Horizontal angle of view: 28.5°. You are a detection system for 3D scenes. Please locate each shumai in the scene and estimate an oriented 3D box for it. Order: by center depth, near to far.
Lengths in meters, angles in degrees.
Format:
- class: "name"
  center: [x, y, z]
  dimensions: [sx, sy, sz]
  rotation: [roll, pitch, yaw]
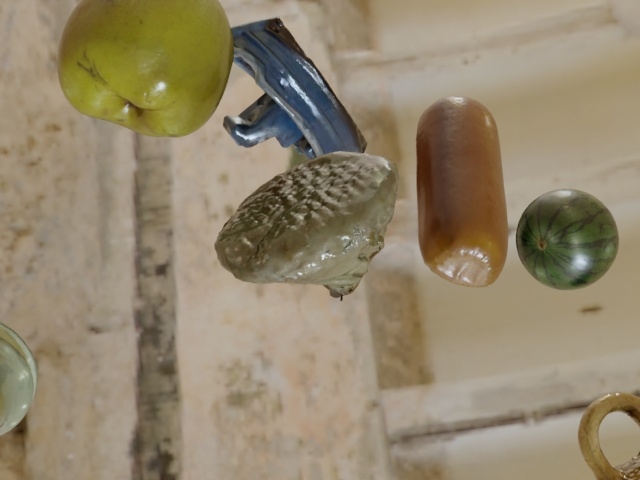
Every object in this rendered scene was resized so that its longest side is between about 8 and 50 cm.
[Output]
- class: "shumai"
  center: [0.000, 0.000, 1.253]
  dimensions: [0.201, 0.201, 0.120]
  rotation: [-93, 158, -59]

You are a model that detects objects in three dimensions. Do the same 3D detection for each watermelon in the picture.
- class: "watermelon"
  center: [0.240, -0.003, 1.208]
  dimensions: [0.109, 0.109, 0.109]
  rotation: [-8, 90, -87]

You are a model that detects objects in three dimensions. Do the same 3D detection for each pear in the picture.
- class: "pear"
  center: [-0.188, -0.210, 1.398]
  dimensions: [0.200, 0.200, 0.200]
  rotation: [-8, 90, -87]

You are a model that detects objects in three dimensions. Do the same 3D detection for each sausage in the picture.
- class: "sausage"
  center: [0.164, -0.063, 1.473]
  dimensions: [0.105, 0.105, 0.274]
  rotation: [79, 11, -48]

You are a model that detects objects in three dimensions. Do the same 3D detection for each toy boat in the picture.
- class: "toy boat"
  center: [-0.047, -0.161, 1.633]
  dimensions: [0.309, 0.142, 0.129]
  rotation: [53, 0, -39]

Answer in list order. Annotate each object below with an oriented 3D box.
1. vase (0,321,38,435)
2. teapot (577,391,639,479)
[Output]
- class: "vase"
  center: [-0.313, 0.172, 0.980]
  dimensions: [0.321, 0.173, 0.173]
  rotation: [-83, 165, -70]
- class: "teapot"
  center: [0.378, 0.281, 1.269]
  dimensions: [0.311, 0.167, 0.203]
  rotation: [54, -28, 5]
